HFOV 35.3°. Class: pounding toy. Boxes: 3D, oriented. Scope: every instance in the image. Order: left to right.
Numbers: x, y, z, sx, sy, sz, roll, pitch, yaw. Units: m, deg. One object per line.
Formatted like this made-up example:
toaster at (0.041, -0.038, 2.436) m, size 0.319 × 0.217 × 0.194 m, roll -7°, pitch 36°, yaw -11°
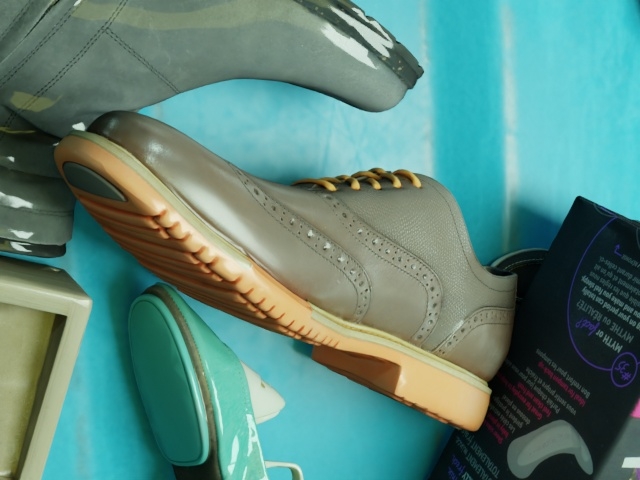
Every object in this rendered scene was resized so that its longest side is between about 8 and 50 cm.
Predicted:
pounding toy at (-0.261, 0.087, 0.569) m, size 0.206 × 0.094 × 0.181 m, roll 15°, pitch 94°, yaw -27°

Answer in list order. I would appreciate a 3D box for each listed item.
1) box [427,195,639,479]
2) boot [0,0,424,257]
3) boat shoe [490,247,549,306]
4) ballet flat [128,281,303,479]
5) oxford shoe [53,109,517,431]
box at (0.204, 0.132, 0.685) m, size 0.143 × 0.165 × 0.270 m, roll 22°, pitch 101°, yaw -21°
boot at (-0.124, -0.087, 0.611) m, size 0.338 × 0.118 × 0.222 m, roll 21°, pitch 95°, yaw -14°
boat shoe at (0.187, 0.032, 0.759) m, size 0.125 × 0.038 × 0.046 m, roll 7°, pitch 94°, yaw -21°
ballet flat at (-0.059, 0.143, 0.661) m, size 0.087 × 0.083 × 0.247 m, roll -13°, pitch 89°, yaw -39°
oxford shoe at (0.000, 0.000, 0.619) m, size 0.364 × 0.130 × 0.132 m, roll 34°, pitch 79°, yaw -44°
